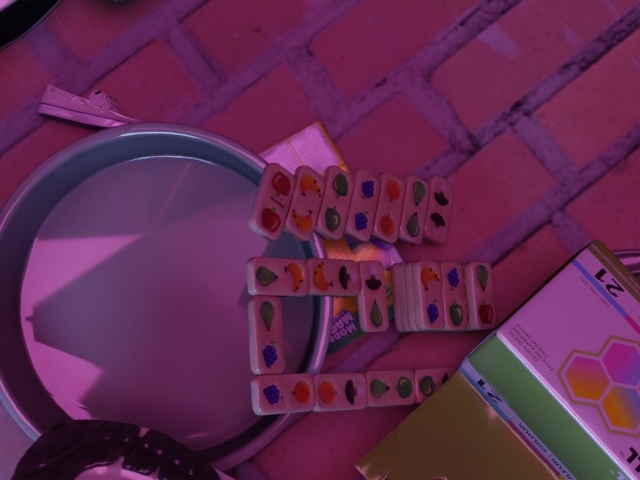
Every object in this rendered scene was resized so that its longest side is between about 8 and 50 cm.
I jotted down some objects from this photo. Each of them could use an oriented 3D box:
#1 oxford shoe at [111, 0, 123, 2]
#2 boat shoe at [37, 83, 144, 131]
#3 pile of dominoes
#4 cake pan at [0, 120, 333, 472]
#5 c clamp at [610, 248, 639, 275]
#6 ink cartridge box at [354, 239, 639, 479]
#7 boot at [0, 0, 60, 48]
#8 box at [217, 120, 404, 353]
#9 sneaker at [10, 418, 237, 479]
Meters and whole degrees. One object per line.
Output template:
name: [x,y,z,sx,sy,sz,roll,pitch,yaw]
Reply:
oxford shoe: [-0.057,-0.324,1.094,0.132,0.130,0.364,44,85,-10]
boat shoe: [-0.193,-0.113,1.094,0.100,0.035,0.035,14,83,4]
pile of dominoes: [0.046,0.035,1.010,0.251,0.040,0.196,3,80,-45]
cake pan: [-0.133,0.051,1.039,0.293,0.054,0.293,0,87,5]
c clamp: [0.292,0.066,1.109,0.137,0.022,0.161,-3,82,-4]
ink cartridge box: [0.186,0.154,0.999,0.255,0.097,0.189,-39,81,-27]
boot: [-0.336,-0.232,1.077,0.244,0.088,0.176,-35,84,-5]
box: [0.000,0.000,1.087,0.105,0.043,0.179,-29,83,-9]
sneaker: [-0.050,0.283,0.982,0.410,0.182,0.158,27,52,2]
